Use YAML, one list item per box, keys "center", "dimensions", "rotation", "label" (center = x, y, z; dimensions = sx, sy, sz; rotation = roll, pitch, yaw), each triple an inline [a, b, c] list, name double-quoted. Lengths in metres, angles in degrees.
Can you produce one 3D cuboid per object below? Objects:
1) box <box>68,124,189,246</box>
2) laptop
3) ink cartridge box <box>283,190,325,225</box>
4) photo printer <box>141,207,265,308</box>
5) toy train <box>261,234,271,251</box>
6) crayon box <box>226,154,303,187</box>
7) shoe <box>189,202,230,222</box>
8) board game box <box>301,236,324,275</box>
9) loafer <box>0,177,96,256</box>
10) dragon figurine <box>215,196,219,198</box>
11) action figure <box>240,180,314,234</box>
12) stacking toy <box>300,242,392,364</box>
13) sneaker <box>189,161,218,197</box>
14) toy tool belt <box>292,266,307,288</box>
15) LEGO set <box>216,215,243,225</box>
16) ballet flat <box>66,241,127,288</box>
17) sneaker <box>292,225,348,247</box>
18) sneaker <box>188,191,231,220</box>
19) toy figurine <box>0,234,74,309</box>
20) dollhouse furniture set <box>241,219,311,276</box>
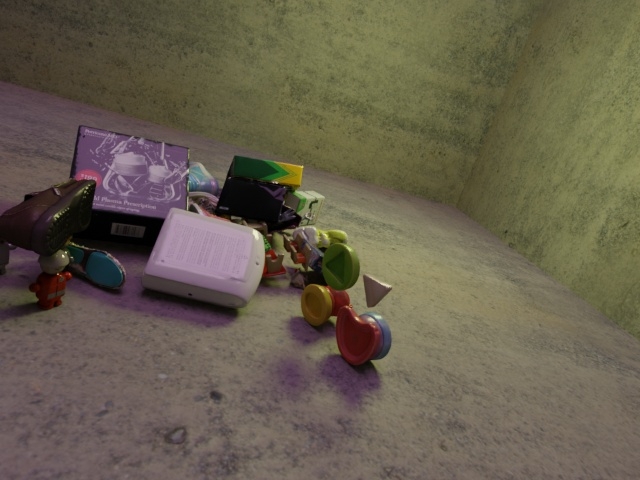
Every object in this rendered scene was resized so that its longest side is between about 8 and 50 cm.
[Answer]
- center: [-0.615, -0.165, 1.405]
  dimensions: [0.343, 0.179, 0.312]
  rotation: [7, 56, -27]
  label: "box"
- center: [-0.246, -0.161, 1.666]
  dimensions: [0.234, 0.136, 0.264]
  rotation: [11, 8, 2]
  label: "laptop"
- center: [-0.085, -0.156, 2.113]
  dimensions: [0.087, 0.153, 0.208]
  rotation: [29, 23, 28]
  label: "ink cartridge box"
- center: [-0.316, 0.054, 1.248]
  dimensions: [0.307, 0.107, 0.256]
  rotation: [14, 53, -10]
  label: "photo printer"
- center: [-0.184, 0.009, 1.414]
  dimensions: [0.024, 0.017, 0.083]
  rotation: [-18, 39, -20]
  label: "toy train"
- center: [-0.283, -0.290, 2.100]
  dimensions: [0.313, 0.106, 0.363]
  rotation: [6, -8, -17]
  label: "crayon box"
- center: [-0.351, -0.057, 1.415]
  dimensions: [0.081, 0.063, 0.178]
  rotation: [-19, 60, -40]
  label: "shoe"
- center: [-0.005, 0.071, 1.591]
  dimensions: [0.194, 0.060, 0.194]
  rotation: [35, 5, -42]
  label: "board game box"
- center: [-0.631, -0.081, 1.022]
  dimensions: [0.130, 0.134, 0.366]
  rotation: [14, 13, -15]
  label: "loafer"
- center: [-0.358, -0.164, 1.988]
  dimensions: [0.289, 0.144, 0.085]
  rotation: [27, 7, -42]
  label: "dragon figurine"
- center: [-0.192, -0.083, 1.859]
  dimensions: [0.248, 0.276, 0.370]
  rotation: [40, -2, -5]
  label: "action figure"
- center: [0.103, 0.166, 1.214]
  dimensions: [0.130, 0.279, 0.309]
  rotation: [-1, 31, -40]
  label: "stacking toy"
- center: [-0.640, -0.300, 2.051]
  dimensions: [0.208, 0.127, 0.319]
  rotation: [0, 25, -46]
  label: "sneaker"
- center: [-0.069, 0.133, 1.503]
  dimensions: [0.051, 0.052, 0.083]
  rotation: [43, 15, -14]
  label: "toy tool belt"
- center: [-0.387, -0.017, 1.521]
  dimensions: [0.132, 0.107, 0.287]
  rotation: [34, 25, 3]
  label: "LEGO set"
- center: [-0.610, 0.059, 1.163]
  dimensions: [0.241, 0.091, 0.077]
  rotation: [25, -5, 6]
  label: "ballet flat"
- center: [0.000, 0.000, 1.903]
  dimensions: [0.240, 0.091, 0.126]
  rotation: [7, -14, 5]
  label: "sneaker"
- center: [-0.539, -0.096, 1.608]
  dimensions: [0.410, 0.158, 0.182]
  rotation: [14, 34, 0]
  label: "sneaker"
- center: [-0.692, 0.047, 1.009]
  dimensions: [0.213, 0.148, 0.209]
  rotation: [8, 22, -26]
  label: "toy figurine"
- center: [-0.199, 0.045, 1.501]
  dimensions: [0.262, 0.135, 0.259]
  rotation: [-7, 34, -24]
  label: "dollhouse furniture set"
